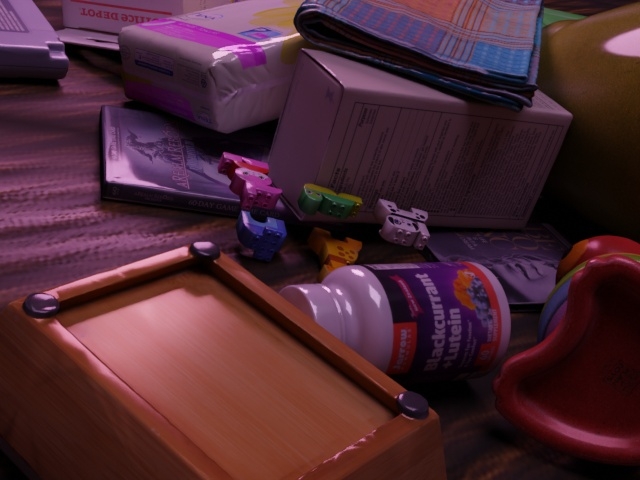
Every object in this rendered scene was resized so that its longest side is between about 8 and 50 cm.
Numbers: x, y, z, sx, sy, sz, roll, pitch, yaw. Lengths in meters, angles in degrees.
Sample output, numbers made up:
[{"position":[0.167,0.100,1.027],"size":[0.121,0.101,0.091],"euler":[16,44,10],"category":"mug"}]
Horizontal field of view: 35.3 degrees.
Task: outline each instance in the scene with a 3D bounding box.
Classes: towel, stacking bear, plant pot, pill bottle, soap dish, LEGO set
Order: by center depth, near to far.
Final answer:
[{"position":[-0.075,0.122,0.697],"size":[0.291,0.118,0.229],"euler":[35,33,28],"category":"soap dish"},{"position":[0.059,0.074,0.871],"size":[0.193,0.108,0.108],"euler":[-2,33,-31],"category":"pill bottle"},{"position":[0.279,0.076,0.949],"size":[0.164,0.175,0.289],"euler":[35,21,3],"category":"stacking bear"},{"position":[0.000,0.000,1.002],"size":[0.227,0.087,0.093],"euler":[14,30,-19],"category":"LEGO set"},{"position":[0.134,-0.273,1.201],"size":[0.271,0.040,0.370],"euler":[19,31,4],"category":"towel"},{"position":[0.416,-0.140,1.215],"size":[0.366,0.366,0.353],"euler":[-3,13,-34],"category":"plant pot"}]

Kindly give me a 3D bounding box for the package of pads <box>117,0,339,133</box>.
[{"position":[-0.077,-0.230,1.255],"size":[0.296,0.101,0.229],"euler":[-21,30,-34],"category":"package of pads"}]

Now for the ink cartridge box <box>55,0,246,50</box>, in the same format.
[{"position":[-0.228,-0.363,1.444],"size":[0.207,0.119,0.353],"euler":[12,25,21],"category":"ink cartridge box"}]

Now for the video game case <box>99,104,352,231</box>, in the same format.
[{"position":[-0.112,-0.084,1.149],"size":[0.274,0.026,0.196],"euler":[9,29,-18],"category":"video game case"}]

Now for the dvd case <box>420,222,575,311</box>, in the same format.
[{"position":[0.224,0.026,1.145],"size":[0.221,0.018,0.164],"euler":[1,32,-28],"category":"dvd case"}]

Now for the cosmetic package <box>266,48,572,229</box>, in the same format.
[{"position":[0.111,-0.107,1.128],"size":[0.309,0.160,0.113],"euler":[3,30,-30],"category":"cosmetic package"}]

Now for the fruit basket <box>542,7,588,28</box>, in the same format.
[{"position":[0.351,-0.324,1.752],"size":[0.327,0.165,0.353],"euler":[6,14,-22],"category":"fruit basket"}]

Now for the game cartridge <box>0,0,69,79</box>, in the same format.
[{"position":[-0.461,-0.286,1.288],"size":[0.198,0.062,0.297],"euler":[-6,36,-30],"category":"game cartridge"}]
